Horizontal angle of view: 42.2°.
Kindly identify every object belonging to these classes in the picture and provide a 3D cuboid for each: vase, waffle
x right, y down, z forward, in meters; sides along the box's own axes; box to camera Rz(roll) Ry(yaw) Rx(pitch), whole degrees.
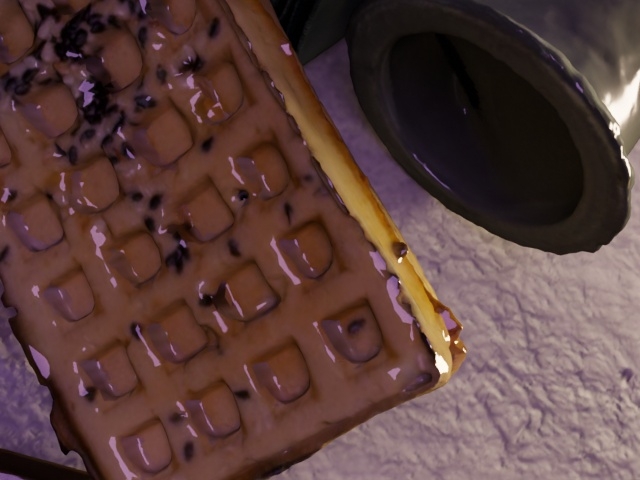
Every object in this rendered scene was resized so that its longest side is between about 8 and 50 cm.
[{"bbox_3d":[0.203,-0.169,0.631,0.245,0.245,0.291,45,73,0],"label":"vase"},{"bbox_3d":[-0.095,-0.024,0.557,0.261,0.114,0.376,-30,82,20],"label":"waffle"}]

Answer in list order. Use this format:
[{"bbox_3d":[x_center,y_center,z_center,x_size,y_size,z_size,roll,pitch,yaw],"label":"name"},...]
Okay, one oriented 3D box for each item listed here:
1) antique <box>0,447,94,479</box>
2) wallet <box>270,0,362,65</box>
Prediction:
[{"bbox_3d":[-0.297,0.176,0.566,0.310,0.087,0.093,17,81,-6],"label":"antique"},{"bbox_3d":[0.075,-0.242,0.588,0.251,0.290,0.054,-40,93,-14],"label":"wallet"}]
